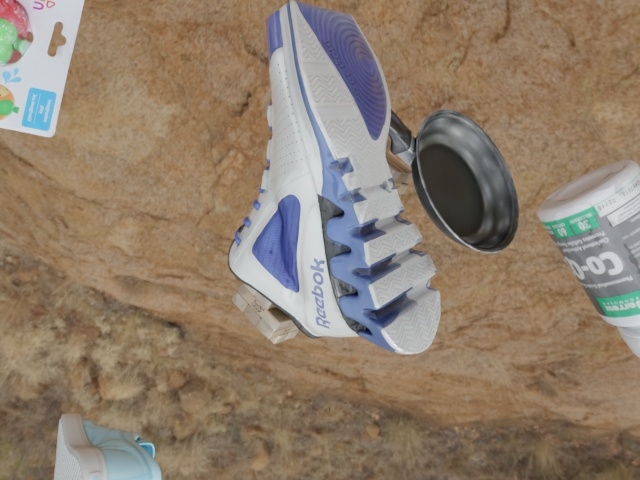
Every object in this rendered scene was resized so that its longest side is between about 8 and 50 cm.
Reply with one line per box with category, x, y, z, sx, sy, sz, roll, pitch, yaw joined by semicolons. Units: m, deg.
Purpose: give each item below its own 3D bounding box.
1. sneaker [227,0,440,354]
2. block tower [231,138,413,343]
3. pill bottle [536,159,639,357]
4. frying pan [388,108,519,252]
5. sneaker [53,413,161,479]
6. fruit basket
sneaker;-0.021;-0.040;0.480;0.182;0.127;0.316;-15;89;38
block tower;0.000;0.000;0.738;0.097;0.091;0.336;42;111;22
pill bottle;0.615;0.040;1.020;0.204;0.204;0.361;-33;92;22
frying pan;0.135;-0.078;0.623;0.326;0.197;0.053;3;161;-37
sneaker;-0.388;0.401;0.927;0.150;0.365;0.135;9;84;-33
fruit basket;-0.546;-0.343;0.740;0.352;0.327;0.165;10;170;-10
